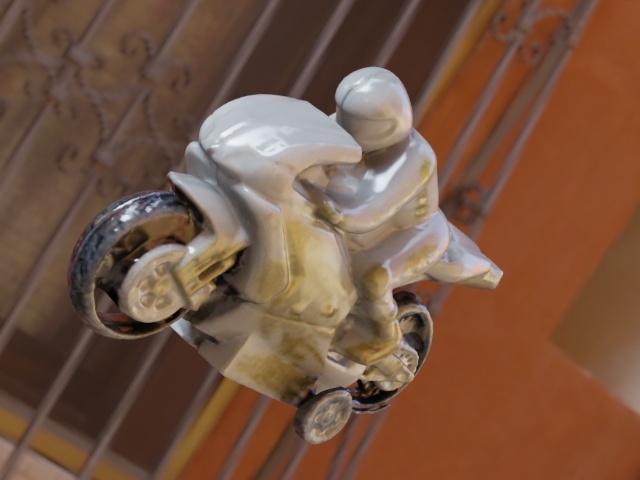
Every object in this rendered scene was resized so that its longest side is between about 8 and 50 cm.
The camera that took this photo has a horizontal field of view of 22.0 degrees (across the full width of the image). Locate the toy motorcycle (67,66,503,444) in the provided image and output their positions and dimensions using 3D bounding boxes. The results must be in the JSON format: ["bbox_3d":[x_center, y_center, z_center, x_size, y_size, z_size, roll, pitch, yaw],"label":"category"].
[{"bbox_3d":[0.000,0.000,0.689,0.229,0.151,0.074,24,11,-48],"label":"toy motorcycle"}]
